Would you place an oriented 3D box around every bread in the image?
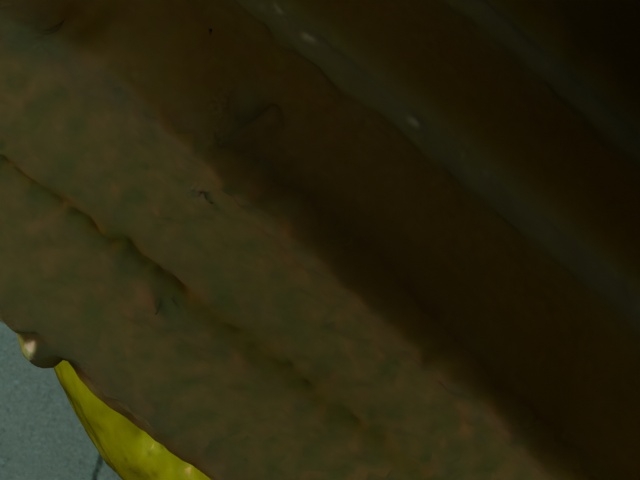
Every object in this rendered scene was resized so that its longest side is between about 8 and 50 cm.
[{"bbox_3d":[0.023,-0.040,0.527,0.111,0.246,0.239,-39,19,45],"label":"bread"}]

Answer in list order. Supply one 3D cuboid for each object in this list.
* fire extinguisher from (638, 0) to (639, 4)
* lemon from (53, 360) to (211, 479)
[{"bbox_3d":[0.119,-0.091,0.390,0.269,0.105,0.104,108,177,-75],"label":"fire extinguisher"},{"bbox_3d":[0.001,-0.006,0.897,0.316,0.285,0.285,37,117,54],"label":"lemon"}]
